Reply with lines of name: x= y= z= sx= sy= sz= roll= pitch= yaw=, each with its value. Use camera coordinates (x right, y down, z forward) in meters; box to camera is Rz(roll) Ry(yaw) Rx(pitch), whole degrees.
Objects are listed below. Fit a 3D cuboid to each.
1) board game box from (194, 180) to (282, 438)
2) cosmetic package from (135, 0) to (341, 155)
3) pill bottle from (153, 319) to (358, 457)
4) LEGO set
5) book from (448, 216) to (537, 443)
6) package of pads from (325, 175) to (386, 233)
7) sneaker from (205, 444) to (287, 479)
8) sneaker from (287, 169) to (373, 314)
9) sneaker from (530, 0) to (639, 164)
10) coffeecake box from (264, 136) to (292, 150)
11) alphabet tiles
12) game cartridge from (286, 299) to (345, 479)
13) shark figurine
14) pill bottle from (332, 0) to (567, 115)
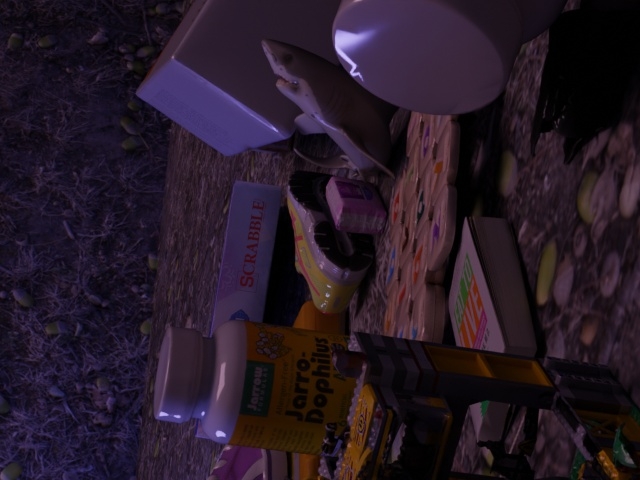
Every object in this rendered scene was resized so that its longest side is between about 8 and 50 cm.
board game box: x=-0.108 y=0.093 z=1.906 sx=0.318 sy=0.066 sz=0.318 roll=133 pitch=146 yaw=-85
cosmetic package: x=-0.083 y=-0.244 z=1.757 sx=0.230 sy=0.161 sz=0.453 roll=-58 pitch=11 yaw=-7
pill bottle: x=-0.046 y=0.136 z=1.352 sx=0.117 sy=0.208 sz=0.117 roll=-171 pitch=90 yaw=-78
LEGO set: x=0.070 y=0.205 z=0.807 sx=0.255 sy=0.192 sz=0.331 roll=-103 pitch=25 yaw=-61
book: x=0.124 y=0.064 z=1.061 sx=0.144 sy=0.035 sz=0.096 roll=-97 pitch=15 yaw=-51
package of pads: x=0.036 y=-0.035 z=1.485 sx=0.083 sy=0.050 sz=0.032 roll=-108 pitch=30 yaw=-64
sneaker: x=-0.119 y=0.279 z=1.493 sx=0.102 sy=0.161 sz=0.282 roll=110 pitch=163 yaw=-48
sneaker: x=0.000 y=0.000 z=1.554 sx=0.208 sy=0.081 sz=0.094 roll=-99 pitch=20 yaw=-55
sneaker: x=0.172 y=-0.105 z=0.921 sx=0.170 sy=0.051 sz=0.089 roll=147 pitch=131 yaw=-80
coffeecake box: x=-0.072 y=-0.222 z=2.077 sx=0.142 sy=0.068 sz=0.185 roll=-170 pitch=89 yaw=-78
alphabet tiles: x=0.090 y=-0.020 z=1.247 sx=0.278 sy=0.021 sz=0.284 roll=110 pitch=166 yaw=-65
game cartridge: x=-0.031 y=0.272 z=1.564 sx=0.285 sy=0.053 sz=0.323 roll=115 pitch=162 yaw=-51
shark figurine: x=0.050 y=-0.122 z=1.452 sx=0.116 sy=0.166 sz=0.278 roll=-51 pitch=-19 yaw=-6
pill bottle: x=0.101 y=-0.218 z=0.935 sx=0.152 sy=0.152 sz=0.272 roll=121 pitch=170 yaw=-60
